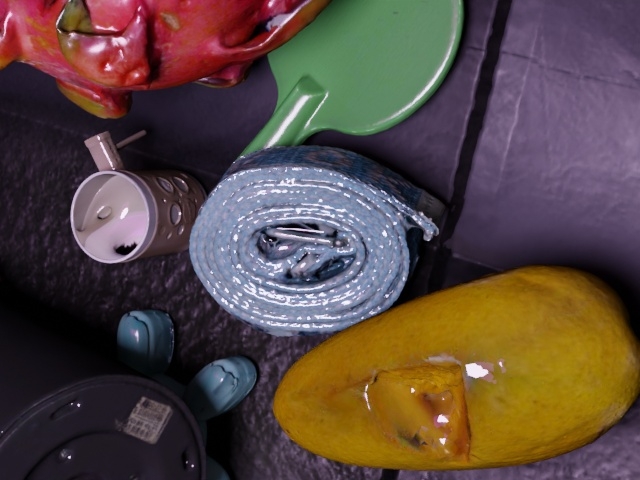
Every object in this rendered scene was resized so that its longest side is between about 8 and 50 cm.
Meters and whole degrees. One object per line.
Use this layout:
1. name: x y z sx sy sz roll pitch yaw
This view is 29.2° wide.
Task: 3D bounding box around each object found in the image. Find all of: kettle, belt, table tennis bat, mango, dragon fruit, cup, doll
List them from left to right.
1. kettle: -0.261 0.178 0.966 0.308 0.203 0.262 22 110 46
2. cup: -0.149 -0.031 0.986 0.102 0.099 0.074 47 112 16
3. dragon fruit: -0.109 -0.215 0.860 0.243 0.227 0.307 35 119 -25
4. doll: -0.120 0.152 1.010 0.159 0.059 0.159 32 106 19
5. belt: -0.009 -0.001 0.916 0.163 0.082 0.148 28 116 2
6. table tennis bat: 0.006 -0.128 0.939 0.160 0.039 0.257 44 107 22
7. mango: 0.093 0.096 0.851 0.262 0.167 0.130 -19 72 30
